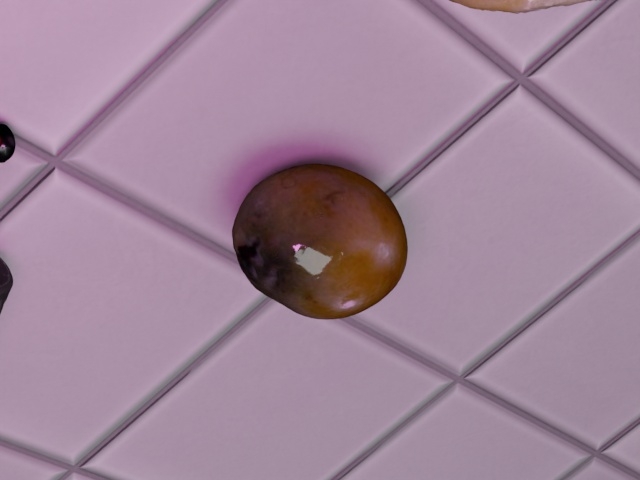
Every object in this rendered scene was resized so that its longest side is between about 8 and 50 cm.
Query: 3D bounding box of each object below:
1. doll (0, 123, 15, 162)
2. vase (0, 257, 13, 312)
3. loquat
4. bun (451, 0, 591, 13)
[{"bbox_3d":[-0.429,-0.110,1.648,0.249,0.088,0.127,13,107,-48],"label":"doll"},{"bbox_3d":[-0.468,0.133,1.850,0.251,0.156,0.301,28,114,-15],"label":"vase"},{"bbox_3d":[0.000,0.000,1.914,0.179,0.179,0.227,-42,141,19],"label":"loquat"},{"bbox_3d":[0.196,-0.392,1.557,0.365,0.219,0.365,-4,145,-3],"label":"bun"}]
